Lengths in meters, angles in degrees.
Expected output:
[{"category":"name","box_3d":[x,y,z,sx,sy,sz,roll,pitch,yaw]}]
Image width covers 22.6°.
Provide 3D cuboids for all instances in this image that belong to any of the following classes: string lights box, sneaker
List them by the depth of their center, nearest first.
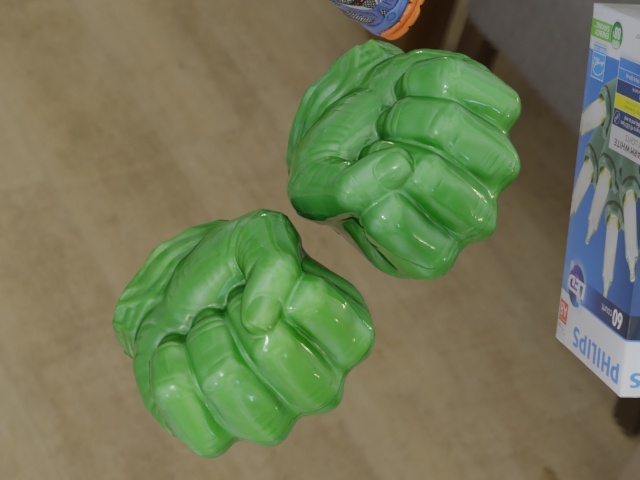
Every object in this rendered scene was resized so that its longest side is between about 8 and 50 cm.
[{"category":"string lights box","box_3d":[0.239,-0.031,1.149,0.077,0.259,0.133,1,15,-13]},{"category":"sneaker","box_3d":[0.007,-0.271,1.420,0.087,0.083,0.221,14,30,-52]}]

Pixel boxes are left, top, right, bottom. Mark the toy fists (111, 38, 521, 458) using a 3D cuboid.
[{"category":"toy fists","box_3d":[0.000,0.000,0.920,0.279,0.096,0.142,-47,43,-6]}]
